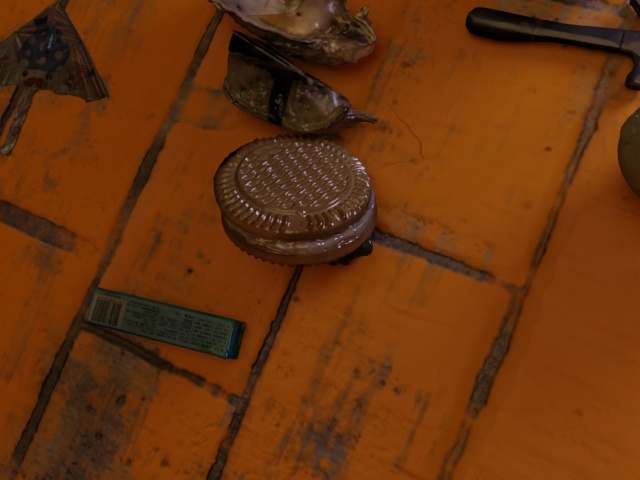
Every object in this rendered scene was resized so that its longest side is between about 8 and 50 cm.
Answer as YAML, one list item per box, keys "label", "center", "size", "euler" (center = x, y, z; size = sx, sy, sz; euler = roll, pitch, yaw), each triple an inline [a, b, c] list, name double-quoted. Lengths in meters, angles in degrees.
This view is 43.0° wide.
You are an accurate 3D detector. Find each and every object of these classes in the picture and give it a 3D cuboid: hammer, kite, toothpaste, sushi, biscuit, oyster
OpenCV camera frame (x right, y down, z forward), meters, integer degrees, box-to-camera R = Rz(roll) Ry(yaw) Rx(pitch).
- label: "hammer"
  center: [0.362, -0.321, 1.234]
  size: [0.289, 0.037, 0.137]
  euler: [15, 84, 19]
- label: "kite"
  center: [-0.537, -0.308, 1.528]
  size: [0.335, 0.011, 0.314]
  euler: [13, 83, 20]
- label: "toothpaste"
  center: [-0.256, 0.135, 1.327]
  size: [0.266, 0.050, 0.065]
  euler: [11, 81, 19]
- label: "sushi"
  center: [-0.046, -0.223, 1.312]
  size: [0.273, 0.134, 0.109]
  euler: [34, 104, 6]
- label: "biscuit"
  center: [-0.039, -0.066, 1.224]
  size: [0.259, 0.079, 0.259]
  euler: [1, 42, -1]
- label: "oyster"
  center: [-0.055, -0.390, 1.346]
  size: [0.275, 0.100, 0.271]
  euler: [-9, 67, 4]

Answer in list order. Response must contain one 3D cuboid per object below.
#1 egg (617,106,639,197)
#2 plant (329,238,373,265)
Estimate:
- label: "egg"
  center: [0.518, -0.107, 1.061]
  size: [0.253, 0.186, 0.187]
  euler: [17, 84, 15]
- label: "plant"
  center: [0.000, 0.000, 1.265]
  size: [0.174, 0.085, 0.087]
  euler: [11, 105, 14]
